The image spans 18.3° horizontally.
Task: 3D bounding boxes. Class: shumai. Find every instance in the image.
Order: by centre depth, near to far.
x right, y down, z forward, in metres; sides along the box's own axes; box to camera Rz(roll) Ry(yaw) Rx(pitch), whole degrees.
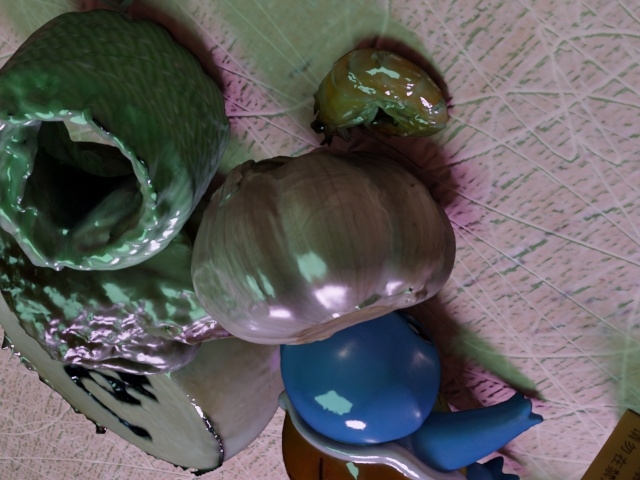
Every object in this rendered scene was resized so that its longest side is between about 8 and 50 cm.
[{"bbox_3d":[-0.165,0.005,1.871,0.272,0.222,0.203,19,157,-28],"label":"shumai"}]

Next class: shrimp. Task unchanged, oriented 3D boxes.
[{"bbox_3d":[0.042,-0.107,1.567,0.099,0.041,0.180,27,158,-14],"label":"shrimp"}]

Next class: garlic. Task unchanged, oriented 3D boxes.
[{"bbox_3d":[-0.004,0.000,1.629,0.228,0.227,0.152,125,134,-67],"label":"garlic"}]

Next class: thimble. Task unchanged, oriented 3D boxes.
[{"bbox_3d":[-0.197,-0.082,1.730,0.219,0.150,0.219,12,131,15],"label":"thimble"}]

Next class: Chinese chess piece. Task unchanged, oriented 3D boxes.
[{"bbox_3d":[-0.201,0.102,2.158,0.349,0.146,0.349,30,156,15],"label":"Chinese chess piece"}]

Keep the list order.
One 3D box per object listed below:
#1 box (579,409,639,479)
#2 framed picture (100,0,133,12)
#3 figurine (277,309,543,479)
[{"bbox_3d":[0.326,0.273,1.710,0.237,0.152,0.070,30,156,20],"label":"box"},{"bbox_3d":[-0.228,-0.263,1.618,0.203,0.015,0.150,27,159,-12],"label":"framed picture"},{"bbox_3d":[0.048,0.195,1.939,0.298,0.243,0.416,35,138,30],"label":"figurine"}]
